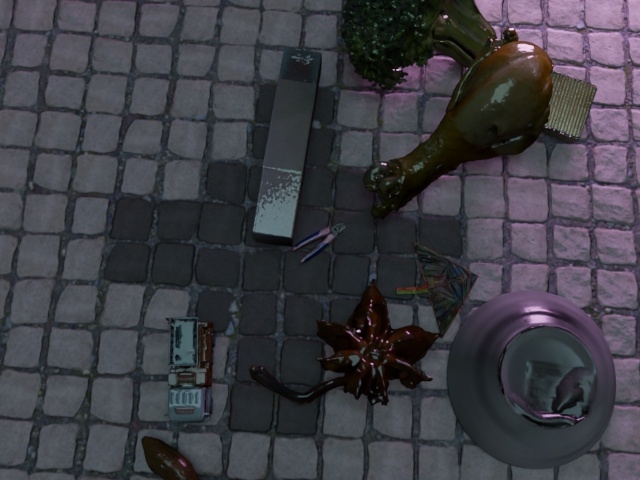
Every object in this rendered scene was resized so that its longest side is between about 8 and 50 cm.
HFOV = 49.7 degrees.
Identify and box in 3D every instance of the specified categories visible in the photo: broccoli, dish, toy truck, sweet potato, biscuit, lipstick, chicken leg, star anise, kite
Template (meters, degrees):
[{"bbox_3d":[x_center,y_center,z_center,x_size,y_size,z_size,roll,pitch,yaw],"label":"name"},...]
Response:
[{"bbox_3d":[0.190,-0.461,1.300,0.249,0.302,0.375,40,103,30],"label":"broccoli"},{"bbox_3d":[0.382,0.235,1.199,0.316,0.106,0.317,0,76,-2],"label":"dish"},{"bbox_3d":[-0.227,0.223,1.183,0.080,0.115,0.178,-1,78,-2],"label":"toy truck"},{"bbox_3d":[-0.229,0.414,1.165,0.218,0.051,0.065,50,122,10],"label":"sweet potato"},{"bbox_3d":[0.429,-0.278,1.359,0.199,0.040,0.121,21,81,3],"label":"biscuit"},{"bbox_3d":[-0.061,-0.178,1.306,0.079,0.076,0.372,8,76,0],"label":"lipstick"},{"bbox_3d":[0.250,-0.195,1.268,0.429,0.153,0.201,-38,111,5],"label":"chicken leg"},{"bbox_3d":[0.048,0.194,1.190,0.346,0.148,0.237,-15,55,-2],"label":"star anise"},{"bbox_3d":[0.218,0.083,1.282,0.159,0.010,0.190,-15,76,-5],"label":"kite"}]

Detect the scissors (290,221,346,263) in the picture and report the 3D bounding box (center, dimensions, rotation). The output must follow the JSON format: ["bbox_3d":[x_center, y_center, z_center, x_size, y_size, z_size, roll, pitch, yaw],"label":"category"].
[{"bbox_3d":[0.000,0.000,1.295,0.113,0.012,0.039,-33,79,-9],"label":"scissors"}]
